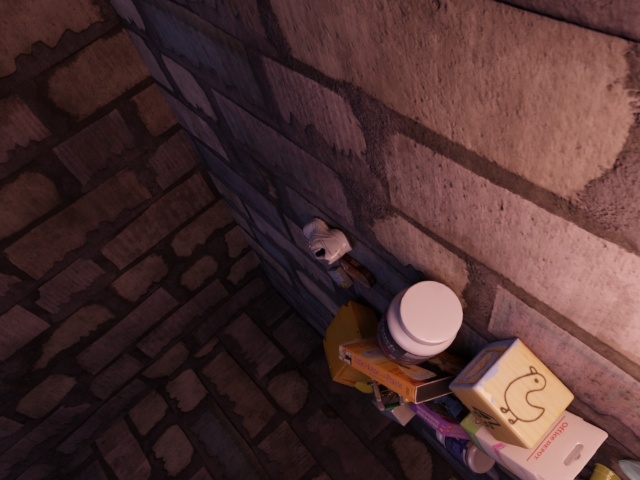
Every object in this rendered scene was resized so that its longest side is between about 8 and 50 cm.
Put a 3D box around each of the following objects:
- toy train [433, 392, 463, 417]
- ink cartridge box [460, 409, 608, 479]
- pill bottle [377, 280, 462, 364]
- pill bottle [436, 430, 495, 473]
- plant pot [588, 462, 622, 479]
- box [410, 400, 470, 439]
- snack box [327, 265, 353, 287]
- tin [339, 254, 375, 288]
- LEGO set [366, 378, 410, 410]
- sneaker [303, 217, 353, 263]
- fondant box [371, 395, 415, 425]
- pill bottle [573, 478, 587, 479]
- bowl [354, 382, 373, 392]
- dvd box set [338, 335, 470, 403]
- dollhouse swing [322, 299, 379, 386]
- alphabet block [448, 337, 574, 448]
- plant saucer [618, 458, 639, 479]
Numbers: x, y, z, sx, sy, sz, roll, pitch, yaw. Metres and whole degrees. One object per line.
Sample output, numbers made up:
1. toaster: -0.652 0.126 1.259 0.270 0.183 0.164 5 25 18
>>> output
1. toy train: 0.519 0.647 1.921 0.184 0.105 0.080 24 150 58
2. ink cartridge box: 0.596 0.556 1.283 0.119 0.207 0.353 56 164 -19
3. pill bottle: 0.297 0.255 1.408 0.210 0.210 0.363 45 164 16
4. pill bottle: 0.659 0.927 2.110 0.153 0.153 0.264 54 164 -17
5. plant pot: 0.791 0.690 1.300 0.083 0.079 0.083 45 165 15
6. box: 0.546 0.751 1.925 0.293 0.057 0.201 22 180 -31
7. snack box: 0.090 0.168 2.118 0.100 0.037 0.141 52 165 -4
8. tin: 0.148 0.125 1.856 0.189 0.040 0.106 36 156 41
9. LEGO set: 0.326 0.527 1.850 0.255 0.331 0.192 -8 -98 -76
10. sneaker: 0.000 0.000 1.794 0.111 0.129 0.297 56 165 -29
11. fondant box: 0.408 0.766 2.272 0.096 0.238 0.330 50 165 1
12. pill bottle: 0.823 0.797 1.386 0.121 0.121 0.221 49 165 0
13. bowl: 0.270 0.664 2.519 0.289 0.289 0.156 49 123 4
14. dvd box set: 0.303 0.431 1.631 0.420 0.307 0.062 13 104 58
15. dollhouse swing: 0.235 0.501 2.188 0.315 0.304 0.347 -107 32 -41
16. alphabet block: 0.498 0.402 1.229 0.197 0.192 0.193 46 167 9
17. plant saucer: 0.796 0.578 1.127 0.119 0.021 0.119 46 165 16
